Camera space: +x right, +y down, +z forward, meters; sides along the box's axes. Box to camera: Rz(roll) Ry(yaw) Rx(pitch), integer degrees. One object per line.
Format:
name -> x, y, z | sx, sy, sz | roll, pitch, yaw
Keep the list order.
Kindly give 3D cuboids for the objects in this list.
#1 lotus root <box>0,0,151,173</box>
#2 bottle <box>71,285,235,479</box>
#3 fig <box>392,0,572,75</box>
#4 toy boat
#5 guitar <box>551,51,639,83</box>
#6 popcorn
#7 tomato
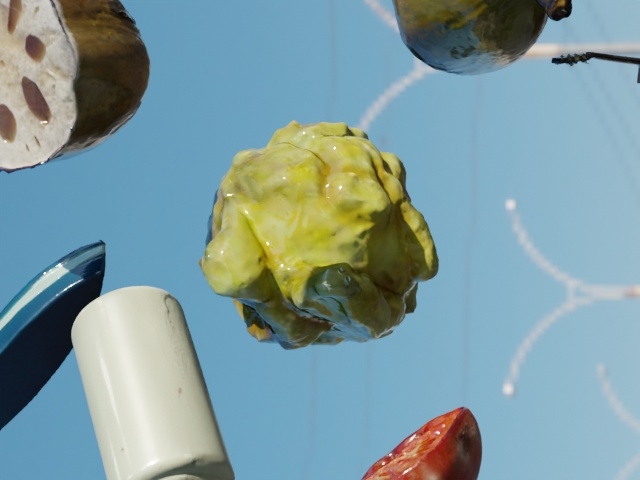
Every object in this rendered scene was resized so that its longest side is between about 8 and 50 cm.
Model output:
lotus root -> -0.325, -0.221, 2.337 | 0.192, 0.272, 0.272 | -21, -68, -44
bottle -> -0.135, 0.160, 1.638 | 0.104, 0.104, 0.245 | 67, -178, -52
fig -> 0.139, -0.212, 1.623 | 0.274, 0.145, 0.170 | -144, 39, -71
toy boat -> -0.359, 0.123, 2.465 | 0.096, 0.299, 0.062 | 34, -170, -30
guitar -> 0.301, -0.154, 1.796 | 0.233, 0.088, 0.025 | 1, -84, -36
popcorn -> 0.001, -0.003, 2.345 | 0.335, 0.274, 0.279 | 119, 163, -70
tomato -> 0.089, 0.251, 1.944 | 0.082, 0.174, 0.166 | 51, -150, -2
